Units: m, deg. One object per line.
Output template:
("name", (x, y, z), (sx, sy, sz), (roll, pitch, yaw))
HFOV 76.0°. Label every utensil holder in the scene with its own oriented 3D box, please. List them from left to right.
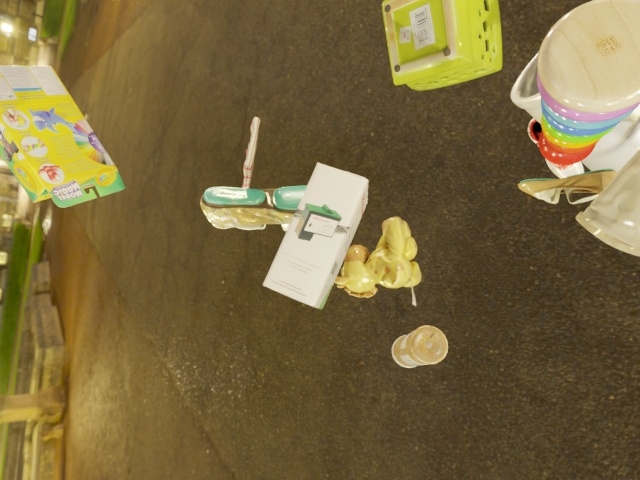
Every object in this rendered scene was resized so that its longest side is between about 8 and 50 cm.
("utensil holder", (0.784, -0.383, 1.107), (0.327, 0.385, 0.327), (-50, 12, 15))

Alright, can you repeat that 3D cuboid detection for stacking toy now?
("stacking toy", (0.389, -0.200, 0.619), (0.141, 0.330, 0.141), (-3, 82, 21))

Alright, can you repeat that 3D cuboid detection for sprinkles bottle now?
("sprinkles bottle", (0.337, 0.378, 1.432), (0.355, 0.121, 0.121), (91, 172, -71))

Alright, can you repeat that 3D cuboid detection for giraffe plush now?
("giraffe plush", (0.125, 0.062, 0.937), (0.170, 0.181, 0.210), (-13, 47, 24))

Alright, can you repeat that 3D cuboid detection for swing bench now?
("swing bench", (0.723, -0.111, 0.830), (0.165, 0.255, 0.253), (54, 150, 31))

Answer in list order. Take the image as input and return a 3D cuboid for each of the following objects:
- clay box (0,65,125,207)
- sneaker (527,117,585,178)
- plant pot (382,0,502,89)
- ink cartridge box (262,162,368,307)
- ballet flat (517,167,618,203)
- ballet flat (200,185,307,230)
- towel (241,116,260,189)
("clay box", (-0.413, -0.152, 0.622), (0.053, 0.127, 0.222), (-25, 98, 31))
("sneaker", (0.795, -0.305, 1.393), (0.090, 0.145, 0.270), (-31, 84, 37))
("plant pot", (0.282, -0.495, 0.978), (0.227, 0.207, 0.228), (-1, 105, 41))
("ink cartridge box", (0.000, 0.000, 0.707), (0.160, 0.093, 0.219), (69, -137, -77))
("ballet flat", (0.601, -0.126, 1.018), (0.232, 0.080, 0.073), (-2, 85, 58))
("ballet flat", (-0.124, -0.075, 1.039), (0.123, 0.349, 0.123), (1, -90, -88))
("towel", (-0.197, -0.228, 1.128), (0.197, 0.029, 0.144), (129, 149, -71))
